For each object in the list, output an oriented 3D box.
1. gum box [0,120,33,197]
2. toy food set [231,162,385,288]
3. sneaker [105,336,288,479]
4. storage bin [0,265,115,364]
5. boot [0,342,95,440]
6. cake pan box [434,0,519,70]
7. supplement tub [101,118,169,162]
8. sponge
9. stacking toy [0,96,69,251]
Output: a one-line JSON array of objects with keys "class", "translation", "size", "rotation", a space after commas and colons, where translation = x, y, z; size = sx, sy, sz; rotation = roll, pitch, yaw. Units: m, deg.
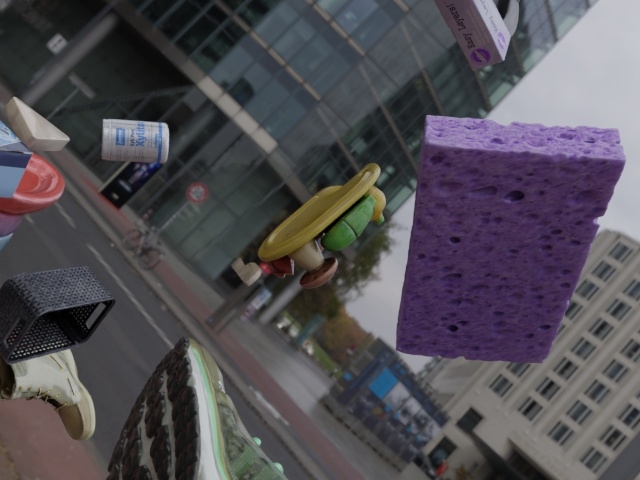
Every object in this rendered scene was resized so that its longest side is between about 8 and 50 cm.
[{"class": "gum box", "translation": [-0.304, -0.097, 0.465], "size": [0.184, 0.041, 0.157], "rotation": [39, 17, 24]}, {"class": "toy food set", "translation": [0.000, 0.000, 0.865], "size": [0.071, 0.218, 0.128], "rotation": [54, -14, -15]}, {"class": "sneaker", "translation": [-0.058, 0.246, 0.611], "size": [0.182, 0.158, 0.410], "rotation": [27, 18, -37]}, {"class": "storage bin", "translation": [-0.441, 0.117, 1.192], "size": [0.084, 0.122, 0.180], "rotation": [45, 20, 15]}, {"class": "boot", "translation": [-0.539, 0.302, 1.426], "size": [0.165, 0.077, 0.213], "rotation": [5, 56, -64]}, {"class": "cake pan box", "translation": [0.258, -0.462, 1.246], "size": [0.070, 0.245, 0.267], "rotation": [-7, -44, 38]}, {"class": "supplement tub", "translation": [-0.313, -0.167, 1.235], "size": [0.107, 0.071, 0.071], "rotation": [1, 9, -18]}, {"class": "sponge", "translation": [0.118, 0.011, 0.501], "size": [0.117, 0.031, 0.210], "rotation": [3, -43, 3]}, {"class": "stacking toy", "translation": [-0.443, -0.119, 0.812], "size": [0.309, 0.130, 0.279], "rotation": [43, 12, -18]}]
